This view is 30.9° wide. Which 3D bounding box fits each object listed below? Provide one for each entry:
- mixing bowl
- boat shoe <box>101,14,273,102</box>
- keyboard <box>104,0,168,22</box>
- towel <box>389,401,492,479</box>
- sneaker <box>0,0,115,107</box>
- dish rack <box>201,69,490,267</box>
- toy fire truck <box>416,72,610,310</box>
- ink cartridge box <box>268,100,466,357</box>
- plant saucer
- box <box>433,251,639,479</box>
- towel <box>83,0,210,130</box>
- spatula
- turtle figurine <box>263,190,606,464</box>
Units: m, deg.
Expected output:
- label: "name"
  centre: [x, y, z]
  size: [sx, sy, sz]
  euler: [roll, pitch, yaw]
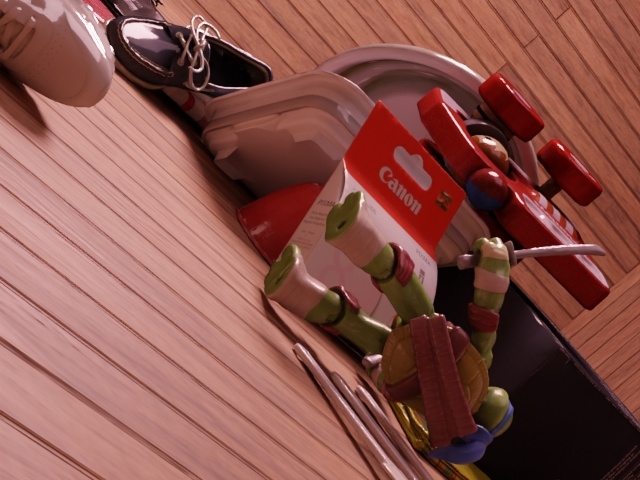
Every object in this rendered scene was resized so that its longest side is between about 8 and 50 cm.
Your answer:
- label: "mixing bowl"
  centre: [0.000, 0.000, 1.327]
  size: [0.181, 0.098, 0.181]
  euler: [48, 6, -7]
- label: "boat shoe"
  centre: [-0.159, -0.222, 1.420]
  size: [0.254, 0.079, 0.095]
  euler: [20, 63, -50]
- label: "keyboard"
  centre: [-0.249, -0.301, 1.487]
  size: [0.192, 0.038, 0.100]
  euler: [50, 34, 1]
- label: "towel"
  centre: [0.159, 0.249, 1.261]
  size: [0.237, 0.021, 0.102]
  euler: [45, 9, -31]
- label: "sneaker"
  centre: [-0.260, -0.187, 0.889]
  size: [0.235, 0.090, 0.095]
  euler: [44, 20, -3]
- label: "dish rack"
  centre: [0.018, -0.059, 1.431]
  size: [0.285, 0.072, 0.333]
  euler: [-6, -42, 49]
- label: "toy fire truck"
  centre: [0.245, -0.065, 1.487]
  size: [0.302, 0.169, 0.254]
  euler: [44, 15, -17]
- label: "ink cartridge box"
  centre: [0.071, -0.003, 1.258]
  size: [0.189, 0.232, 0.066]
  euler: [43, -13, -36]
- label: "plant saucer"
  centre: [0.142, -0.129, 1.743]
  size: [0.400, 0.400, 0.100]
  euler: [47, 42, -11]
- label: "box"
  centre: [0.248, 0.181, 1.523]
  size: [0.312, 0.179, 0.343]
  euler: [44, 8, -34]
- label: "towel"
  centre: [-0.253, -0.271, 1.512]
  size: [0.329, 0.037, 0.237]
  euler: [41, 12, -37]
- label: "spatula"
  centre: [0.067, 0.196, 1.025]
  size: [0.242, 0.019, 0.168]
  euler: [49, 6, 39]
- label: "turtle figurine"
  centre: [0.092, 0.061, 1.151]
  size: [0.266, 0.275, 0.198]
  euler: [39, -28, -18]
